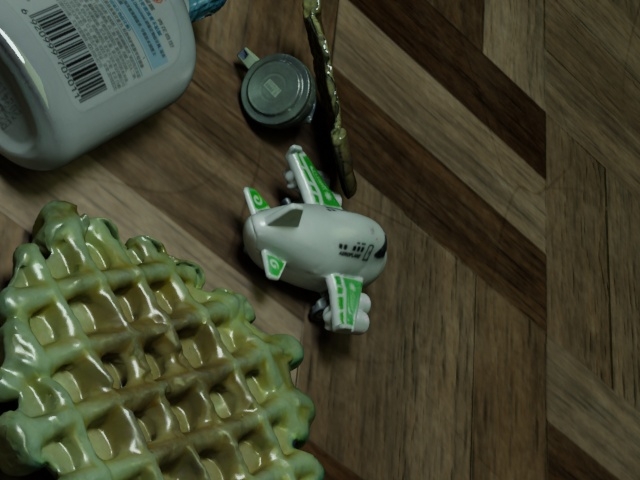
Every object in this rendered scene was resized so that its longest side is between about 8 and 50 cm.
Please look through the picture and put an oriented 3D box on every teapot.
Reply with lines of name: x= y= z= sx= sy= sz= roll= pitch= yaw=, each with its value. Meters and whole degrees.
teapot: x=-0.038 y=-0.134 z=1.738 sx=0.088 sy=0.066 sz=0.057 roll=48 pitch=5 yaw=24

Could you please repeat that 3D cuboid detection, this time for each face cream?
face cream: x=-0.173 y=-0.169 z=1.549 sx=0.163 sy=0.080 sz=0.337 roll=56 pitch=32 yaw=-4

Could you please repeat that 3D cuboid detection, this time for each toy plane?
toy plane: x=-0.002 y=0.001 z=1.651 sx=0.174 sy=0.080 sz=0.174 roll=37 pitch=37 yaw=-35

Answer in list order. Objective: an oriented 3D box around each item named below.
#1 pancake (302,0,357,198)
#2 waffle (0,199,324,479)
pancake: x=0.008 y=-0.130 z=1.741 sx=0.184 sy=0.020 sz=0.190 roll=38 pitch=39 yaw=-88
waffle: x=-0.115 y=0.124 z=1.412 sx=0.309 sy=0.056 sz=0.292 roll=35 pitch=39 yaw=-33
